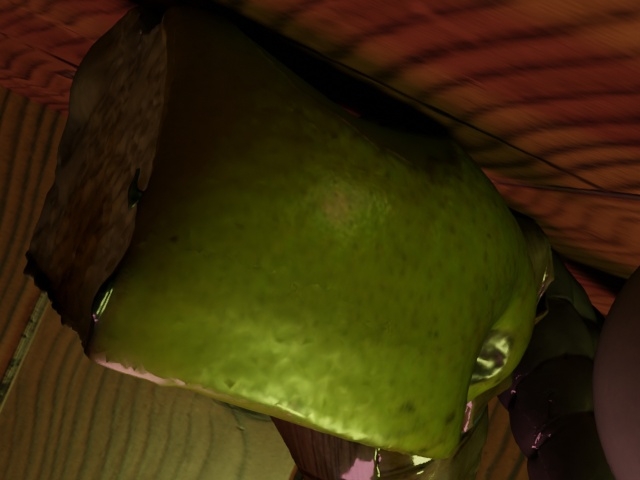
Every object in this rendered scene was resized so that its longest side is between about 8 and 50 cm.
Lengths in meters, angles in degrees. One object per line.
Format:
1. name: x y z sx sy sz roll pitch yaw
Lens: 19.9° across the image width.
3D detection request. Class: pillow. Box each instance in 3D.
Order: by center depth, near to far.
1. pillow: 0.223 0.137 1.448 0.326 0.101 0.228 28 -145 -55

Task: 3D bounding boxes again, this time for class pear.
1. pear: 0.000 0.000 0.979 0.282 0.176 0.286 22 -177 -18

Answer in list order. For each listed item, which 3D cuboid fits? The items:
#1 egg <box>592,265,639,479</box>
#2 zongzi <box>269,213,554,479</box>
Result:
1. egg: 0.179 0.059 0.680 0.149 0.149 0.192 25 -177 -22
2. zongzi: -0.004 0.107 1.370 0.323 0.360 0.160 27 -149 38
